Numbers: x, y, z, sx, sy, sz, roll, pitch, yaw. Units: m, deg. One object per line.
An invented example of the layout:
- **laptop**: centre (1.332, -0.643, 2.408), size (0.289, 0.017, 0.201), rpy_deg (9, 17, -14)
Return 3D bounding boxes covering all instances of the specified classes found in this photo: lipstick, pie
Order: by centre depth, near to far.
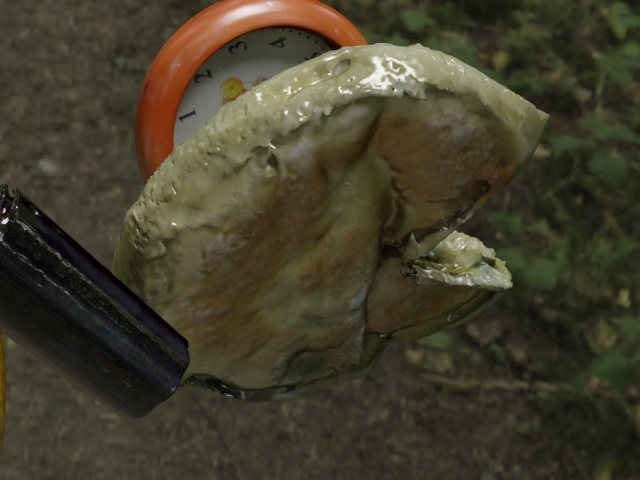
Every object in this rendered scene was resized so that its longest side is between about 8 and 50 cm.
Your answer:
- **lipstick**: centre (-0.244, -0.036, 0.908), size (0.418, 0.077, 0.077), rpy_deg (42, 26, -24)
- **pie**: centre (0.000, 0.000, 1.061), size (0.338, 0.337, 0.075), rpy_deg (-6, 50, -20)

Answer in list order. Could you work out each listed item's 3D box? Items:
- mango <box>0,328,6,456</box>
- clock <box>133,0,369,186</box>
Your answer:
- **mango**: centre (-0.208, 0.060, 0.712), size (0.120, 0.177, 0.295), rpy_deg (-7, 53, -32)
- **clock**: centre (-0.044, -0.090, 1.185), size (0.205, 0.205, 0.051), rpy_deg (-8, 22, -22)
